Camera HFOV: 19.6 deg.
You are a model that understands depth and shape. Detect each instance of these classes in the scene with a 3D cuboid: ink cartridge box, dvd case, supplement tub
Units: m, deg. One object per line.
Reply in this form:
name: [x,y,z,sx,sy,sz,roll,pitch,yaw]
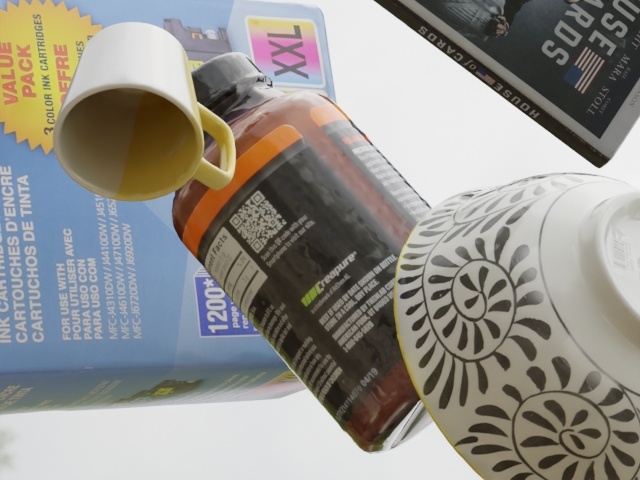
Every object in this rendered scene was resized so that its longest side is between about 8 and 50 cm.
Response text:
ink cartridge box: [-0.181,-0.024,1.214,0.395,0.270,0.151,-1,-16,-30]
dvd case: [0.158,-0.191,1.353,0.239,0.179,0.029,36,-19,-3]
supplement tub: [0.000,0.000,0.901,0.198,0.106,0.106,49,-36,14]

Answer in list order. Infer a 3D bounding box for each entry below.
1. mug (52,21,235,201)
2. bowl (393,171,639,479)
mug: [-0.077,-0.055,0.789,0.062,0.064,0.078,-16,-50,11]
bowl: [0.123,0.030,0.773,0.170,0.170,0.080,36,-44,-8]
